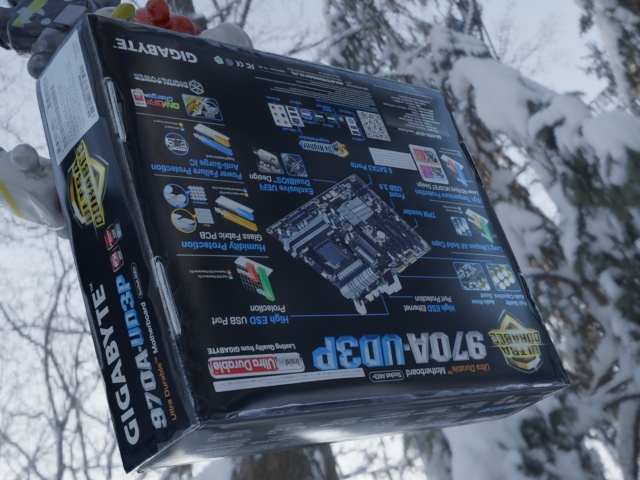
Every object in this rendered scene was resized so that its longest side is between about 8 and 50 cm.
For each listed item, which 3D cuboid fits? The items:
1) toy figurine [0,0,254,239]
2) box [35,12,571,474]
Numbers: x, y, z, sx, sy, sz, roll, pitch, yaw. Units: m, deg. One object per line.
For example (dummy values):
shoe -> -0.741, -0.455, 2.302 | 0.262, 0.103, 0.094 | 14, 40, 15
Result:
toy figurine -> -0.163, -0.100, 0.771 | 0.209, 0.148, 0.213 | -6, -69, -63
box -> 0.000, 0.000, 0.413 | 0.220, 0.175, 0.051 | 3, -31, -42
